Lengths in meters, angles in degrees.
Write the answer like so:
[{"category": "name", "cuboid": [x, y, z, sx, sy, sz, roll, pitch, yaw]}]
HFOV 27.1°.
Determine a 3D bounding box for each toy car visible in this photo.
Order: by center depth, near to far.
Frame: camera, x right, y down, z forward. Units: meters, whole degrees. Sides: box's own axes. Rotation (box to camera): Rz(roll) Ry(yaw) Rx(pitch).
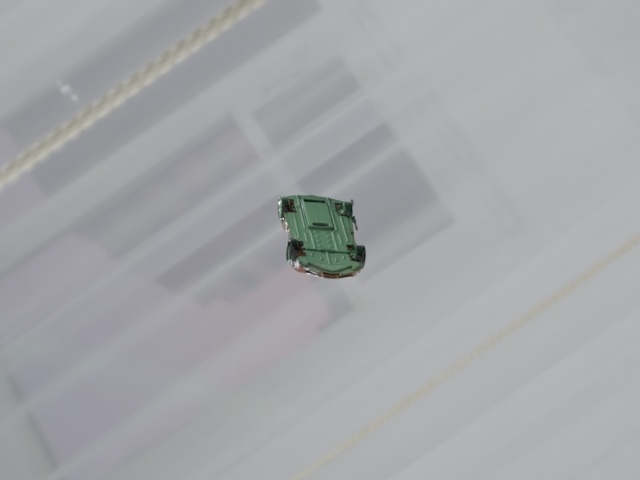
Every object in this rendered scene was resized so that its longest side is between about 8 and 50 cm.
[{"category": "toy car", "cuboid": [0.000, 0.000, 1.009, 0.122, 0.059, 0.035, -103, 21, -58]}]
